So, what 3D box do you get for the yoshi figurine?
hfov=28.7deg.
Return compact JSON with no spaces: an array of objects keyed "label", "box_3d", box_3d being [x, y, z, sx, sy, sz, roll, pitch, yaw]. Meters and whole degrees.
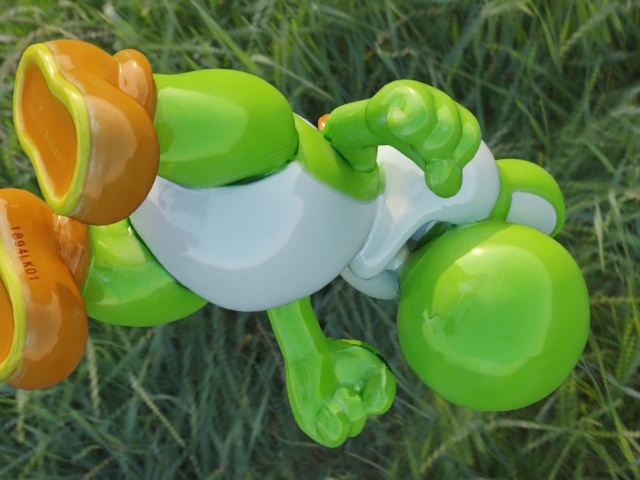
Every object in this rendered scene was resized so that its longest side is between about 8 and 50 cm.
[{"label":"yoshi figurine","box_3d":[0.015,0.012,0.659,0.204,0.362,0.203,-3,86,52]}]
